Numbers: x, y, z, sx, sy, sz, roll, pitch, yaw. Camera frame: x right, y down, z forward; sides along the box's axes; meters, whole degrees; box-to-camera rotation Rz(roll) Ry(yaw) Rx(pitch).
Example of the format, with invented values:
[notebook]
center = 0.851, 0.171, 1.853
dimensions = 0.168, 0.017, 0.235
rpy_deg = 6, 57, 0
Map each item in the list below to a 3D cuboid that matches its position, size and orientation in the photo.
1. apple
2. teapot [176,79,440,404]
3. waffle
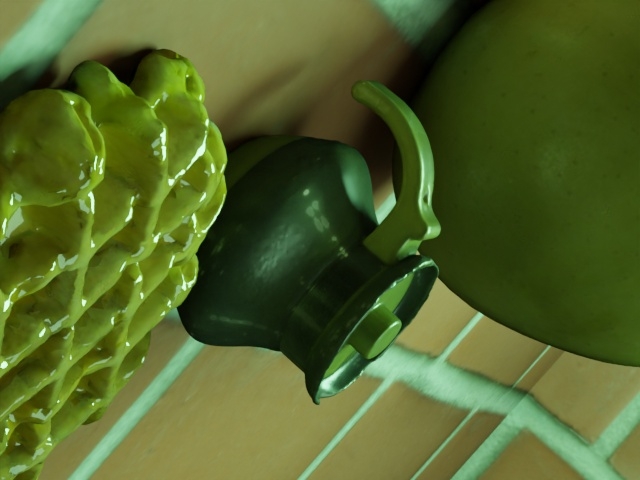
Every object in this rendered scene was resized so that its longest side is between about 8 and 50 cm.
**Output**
[apple]
center = 0.181, -0.053, 1.092
dimensions = 0.262, 0.262, 0.262
rpy_deg = -44, 164, -15
[teapot]
center = 0.000, 0.000, 0.924
dimensions = 0.165, 0.119, 0.130
rpy_deg = -54, 165, 18
[waffle]
center = -0.149, 0.049, 0.749
dimensions = 0.329, 0.062, 0.329
rpy_deg = -43, 164, -15
